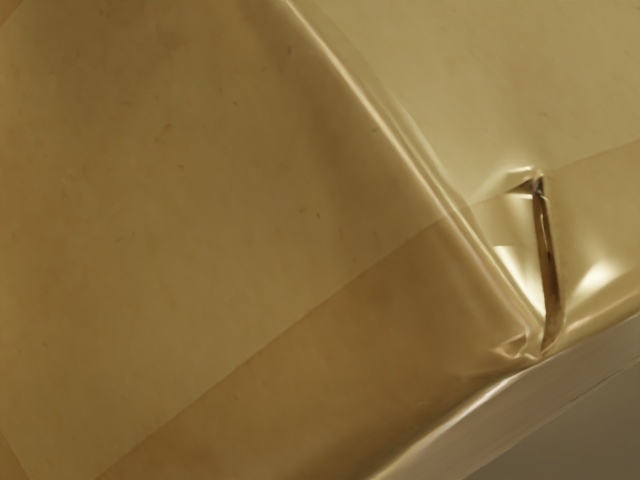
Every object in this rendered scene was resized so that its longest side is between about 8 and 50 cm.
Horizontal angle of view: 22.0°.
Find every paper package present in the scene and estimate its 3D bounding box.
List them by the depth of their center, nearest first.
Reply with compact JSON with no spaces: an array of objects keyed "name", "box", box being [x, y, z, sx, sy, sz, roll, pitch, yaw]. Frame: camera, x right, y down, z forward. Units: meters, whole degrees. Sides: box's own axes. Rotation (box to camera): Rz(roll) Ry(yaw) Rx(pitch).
[{"name":"paper package","box":[0.000,0.000,0.513,0.309,0.168,0.325,-21,-17,-47]}]
